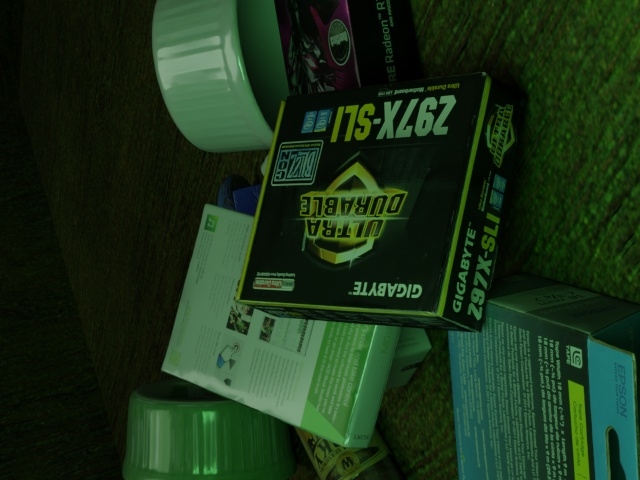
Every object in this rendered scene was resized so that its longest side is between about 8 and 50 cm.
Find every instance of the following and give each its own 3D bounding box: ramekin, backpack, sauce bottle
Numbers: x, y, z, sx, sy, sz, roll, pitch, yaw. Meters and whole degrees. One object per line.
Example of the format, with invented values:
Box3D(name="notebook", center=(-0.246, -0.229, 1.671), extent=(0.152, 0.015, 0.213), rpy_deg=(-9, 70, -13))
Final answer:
Box3D(name="ramekin", center=(-0.116, -0.250, 1.685), extent=(0.277, 0.135, 0.277), rpy_deg=(-8, -90, -70))
Box3D(name="backpack", center=(-0.076, -0.042, 1.939), extent=(0.120, 0.101, 0.098), rpy_deg=(-14, -82, -79))
Box3D(name="sauce bottle", center=(0.054, 0.325, 1.773), extent=(0.344, 0.111, 0.111), rpy_deg=(-124, 31, -42))
Box3D(name="ramekin", center=(-0.193, 0.327, 2.145), extent=(0.303, 0.303, 0.148), rpy_deg=(-171, 80, -67))

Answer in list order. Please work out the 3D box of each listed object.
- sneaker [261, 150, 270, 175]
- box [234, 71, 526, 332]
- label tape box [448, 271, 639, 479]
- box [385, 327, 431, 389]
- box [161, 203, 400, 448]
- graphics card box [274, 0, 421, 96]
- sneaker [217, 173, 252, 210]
Box3D(name="sneaker", center=(-0.002, -0.080, 1.536), extent=(0.212, 0.080, 0.094), rpy_deg=(45, 120, 43))
Box3D(name="box", center=(0.058, -0.039, 1.352), extent=(0.322, 0.079, 0.257), rpy_deg=(1, 73, 48))
Box3D(name="label tape box", center=(0.251, 0.179, 1.211), extent=(0.333, 0.106, 0.241), rpy_deg=(-161, 64, -66))
Box3D(name="box", center=(0.022, 0.110, 1.647), extent=(0.119, 0.181, 0.182), rpy_deg=(114, 139, -55))
Box3D(name="box", center=(-0.046, 0.098, 1.534), extent=(0.322, 0.058, 0.232), rpy_deg=(16, 92, 40))
Box3D(name="graphics card box", center=(0.033, -0.241, 1.576), extent=(0.233, 0.094, 0.371), rpy_deg=(-178, 79, -68))
Box3D(name="sneaker", center=(-0.101, -0.024, 2.056), extent=(0.087, 0.083, 0.221), rpy_deg=(-53, 55, 44))
